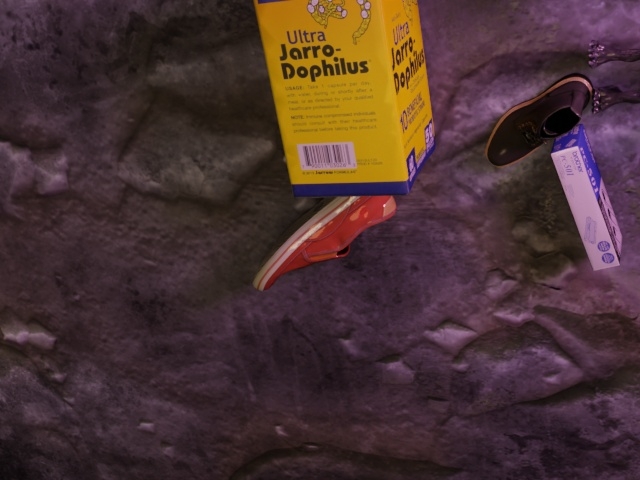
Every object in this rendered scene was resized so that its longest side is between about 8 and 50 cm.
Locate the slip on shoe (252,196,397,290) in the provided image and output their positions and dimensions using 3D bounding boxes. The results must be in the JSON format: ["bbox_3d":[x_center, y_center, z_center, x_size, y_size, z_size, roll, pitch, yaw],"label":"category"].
[{"bbox_3d":[0.000,0.000,1.578,0.331,0.123,0.101,-38,103,28],"label":"slip on shoe"}]

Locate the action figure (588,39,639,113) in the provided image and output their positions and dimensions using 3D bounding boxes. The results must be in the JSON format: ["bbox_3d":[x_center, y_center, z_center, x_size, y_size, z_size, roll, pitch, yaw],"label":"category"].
[{"bbox_3d":[0.517,-0.222,1.240,0.276,0.141,0.164,2,117,24],"label":"action figure"}]

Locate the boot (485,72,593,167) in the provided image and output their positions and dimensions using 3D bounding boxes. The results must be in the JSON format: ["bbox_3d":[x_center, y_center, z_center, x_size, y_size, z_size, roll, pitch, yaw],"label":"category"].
[{"bbox_3d":[0.317,-0.164,1.348,0.077,0.137,0.198,41,124,-4],"label":"boot"}]

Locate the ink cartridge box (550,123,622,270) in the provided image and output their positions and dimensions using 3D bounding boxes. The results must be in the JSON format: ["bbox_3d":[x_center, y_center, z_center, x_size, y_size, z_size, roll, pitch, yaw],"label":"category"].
[{"bbox_3d":[0.415,-0.067,1.388,0.046,0.097,0.207,-16,111,27],"label":"ink cartridge box"}]

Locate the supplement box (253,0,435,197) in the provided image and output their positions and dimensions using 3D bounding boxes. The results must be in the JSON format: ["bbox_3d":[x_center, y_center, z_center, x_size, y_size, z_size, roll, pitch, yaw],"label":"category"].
[{"bbox_3d":[0.045,-0.265,1.361,0.195,0.194,0.356,0,117,22],"label":"supplement box"}]
